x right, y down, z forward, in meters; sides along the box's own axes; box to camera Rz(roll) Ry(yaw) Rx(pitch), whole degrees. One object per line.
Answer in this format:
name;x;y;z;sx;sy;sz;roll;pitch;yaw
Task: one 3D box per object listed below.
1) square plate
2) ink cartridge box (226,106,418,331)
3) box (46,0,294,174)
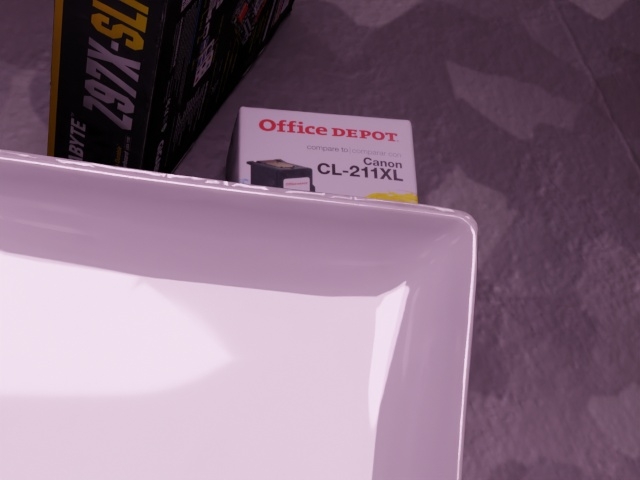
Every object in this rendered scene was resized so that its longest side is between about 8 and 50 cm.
square plate;-0.086;0.132;0.747;0.344;0.049;0.347;7;76;-9
ink cartridge box;0.000;0.000;0.884;0.127;0.072;0.175;3;58;-9
box;-0.076;-0.193;0.841;0.079;0.322;0.257;27;57;4
